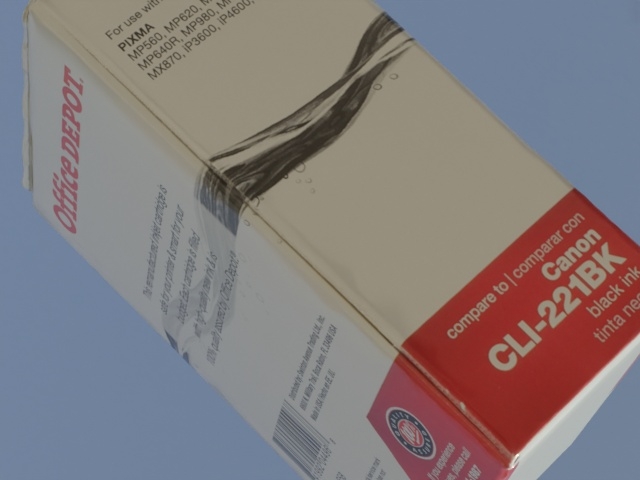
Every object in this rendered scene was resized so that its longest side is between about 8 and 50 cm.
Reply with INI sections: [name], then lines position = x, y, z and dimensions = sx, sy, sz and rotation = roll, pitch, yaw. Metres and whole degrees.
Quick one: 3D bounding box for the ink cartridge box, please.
[ink cartridge box]
position = 0.000, 0.000, 0.848
dimensions = 0.273, 0.197, 0.114
rotation = 43, -113, 12
